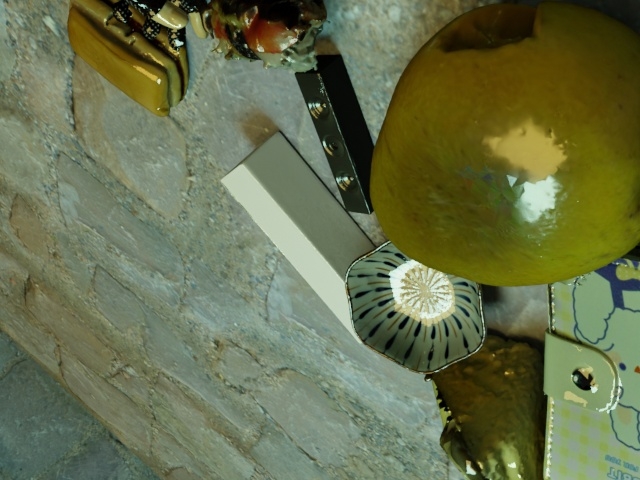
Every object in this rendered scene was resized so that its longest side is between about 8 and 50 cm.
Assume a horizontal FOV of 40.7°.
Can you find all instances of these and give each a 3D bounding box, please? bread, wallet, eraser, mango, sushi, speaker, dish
[{"bbox_3d":[-0.266,-0.261,1.167,0.200,0.077,0.116,38,156,11],"label":"bread"},{"bbox_3d":[0.335,0.153,0.894,0.223,0.077,0.309,18,121,47],"label":"wallet"},{"bbox_3d":[0.000,0.000,1.155,0.298,0.078,0.076,50,148,-9],"label":"eraser"},{"bbox_3d":[0.160,-0.067,0.791,0.253,0.182,0.365,46,148,-5],"label":"mango"},{"bbox_3d":[-0.056,-0.232,0.933,0.226,0.097,0.103,29,142,51],"label":"sushi"},{"bbox_3d":[0.028,-0.122,1.011,0.040,0.046,0.191,9,133,42],"label":"speaker"},{"bbox_3d":[0.232,0.238,1.094,0.262,0.163,0.204,-105,-10,-59],"label":"bread"},{"bbox_3d":[0.125,0.070,1.079,0.191,0.066,0.190,11,119,22],"label":"dish"}]

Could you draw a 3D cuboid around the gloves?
[{"bbox_3d":[-0.198,-0.308,1.026,0.181,0.106,0.129,28,172,-36],"label":"gloves"}]
